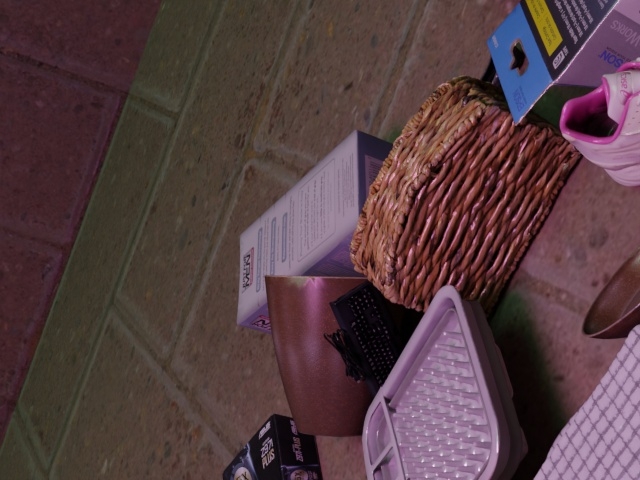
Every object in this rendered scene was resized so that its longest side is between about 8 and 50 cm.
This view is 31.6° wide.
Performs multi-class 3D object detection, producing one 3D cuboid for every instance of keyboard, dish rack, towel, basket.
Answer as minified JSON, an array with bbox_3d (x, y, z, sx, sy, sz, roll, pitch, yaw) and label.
[{"bbox_3d":[0.073,0.153,1.557,0.100,0.192,0.038,-32,28,-13],"label":"keyboard"},{"bbox_3d":[0.155,0.253,1.424,0.285,0.072,0.333,-100,25,-45],"label":"dish rack"},{"bbox_3d":[0.333,0.253,1.113,0.283,0.121,0.235,-64,27,19],"label":"towel"},{"bbox_3d":[0.158,-0.071,1.520,0.299,0.213,0.223,-63,30,16],"label":"basket"}]

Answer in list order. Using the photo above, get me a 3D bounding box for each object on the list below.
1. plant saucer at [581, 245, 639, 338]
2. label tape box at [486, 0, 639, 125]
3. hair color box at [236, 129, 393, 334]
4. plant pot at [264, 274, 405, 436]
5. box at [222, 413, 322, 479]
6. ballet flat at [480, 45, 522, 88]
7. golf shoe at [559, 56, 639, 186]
[{"bbox_3d":[0.358,0.038,1.199,0.198,0.036,0.198,-49,-1,-1],"label":"plant saucer"},{"bbox_3d":[0.356,-0.300,1.371,0.333,0.106,0.240,-54,21,29],"label":"label tape box"},{"bbox_3d":[0.000,0.000,1.875,0.374,0.113,0.185,-39,41,45],"label":"hair color box"},{"bbox_3d":[0.022,0.167,1.667,0.215,0.215,0.230,-3,85,61],"label":"plant pot"},{"bbox_3d":[-0.079,0.394,1.819,0.180,0.077,0.147,-52,33,34],"label":"box"},{"bbox_3d":[0.231,-0.214,1.648,0.173,0.049,0.057,-59,29,22],"label":"ballet flat"},{"bbox_3d":[0.393,-0.156,1.225,0.306,0.140,0.115,-35,43,47],"label":"golf shoe"}]
